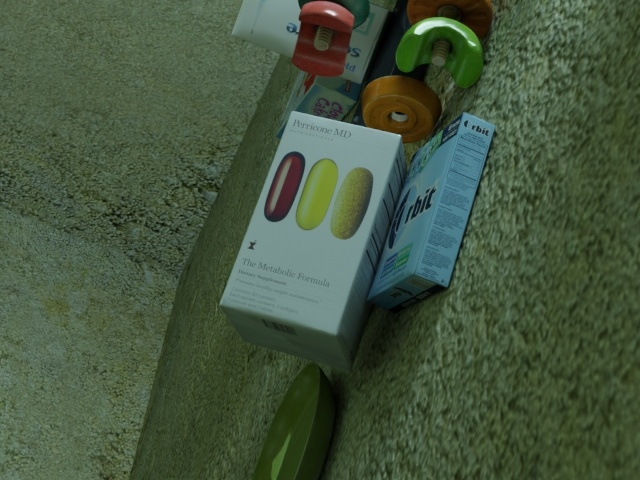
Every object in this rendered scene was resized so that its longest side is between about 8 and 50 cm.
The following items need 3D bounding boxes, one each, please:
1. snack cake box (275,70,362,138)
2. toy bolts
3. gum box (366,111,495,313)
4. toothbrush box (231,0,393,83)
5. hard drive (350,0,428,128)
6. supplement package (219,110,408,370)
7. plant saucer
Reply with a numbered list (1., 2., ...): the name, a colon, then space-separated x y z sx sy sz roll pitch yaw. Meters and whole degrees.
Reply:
1. snack cake box: 0.009 -0.290 2.193 0.264 0.089 0.152 137 155 -66
2. toy bolts: 0.079 -0.255 1.411 0.218 0.228 0.158 113 173 -55
3. gum box: 0.115 -0.026 1.231 0.157 0.041 0.184 140 151 -70
4. toothbrush box: -0.003 -0.349 1.868 0.295 0.216 0.126 -56 -12 -78
5. hard drive: 0.114 -0.258 1.684 0.172 0.054 0.255 148 143 -73
6. supplement package: 0.000 0.000 1.304 0.134 0.139 0.244 69 -144 -66
7. plant saucer: -0.034 0.266 1.404 0.241 0.037 0.241 -159 90 -80
